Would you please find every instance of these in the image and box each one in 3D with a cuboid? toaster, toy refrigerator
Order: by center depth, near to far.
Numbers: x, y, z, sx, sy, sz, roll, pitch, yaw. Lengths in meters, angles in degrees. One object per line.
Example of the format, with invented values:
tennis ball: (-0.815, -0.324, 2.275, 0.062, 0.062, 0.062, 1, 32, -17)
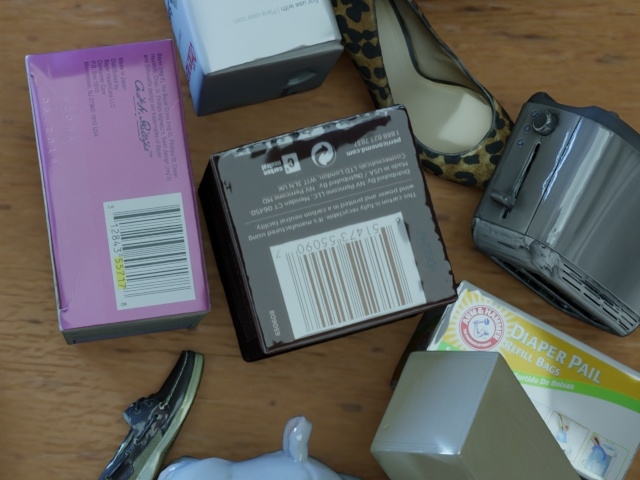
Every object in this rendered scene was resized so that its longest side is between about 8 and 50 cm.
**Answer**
toy refrigerator: (0.146, 0.212, 1.417, 0.269, 0.094, 0.102, 54, 47, -37)
toaster: (0.236, -0.016, 1.498, 0.227, 0.129, 0.146, 35, 84, -38)

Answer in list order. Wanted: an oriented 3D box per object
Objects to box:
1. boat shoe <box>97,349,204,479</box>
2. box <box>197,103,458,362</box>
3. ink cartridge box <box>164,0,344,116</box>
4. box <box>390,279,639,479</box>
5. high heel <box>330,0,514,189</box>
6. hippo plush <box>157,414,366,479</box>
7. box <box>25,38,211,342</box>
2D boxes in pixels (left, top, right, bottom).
boat shoe: (-0.148, 0.160, 1.483, 0.049, 0.056, 0.152, 26, 82, -9)
box: (0.000, 0.000, 1.443, 0.168, 0.203, 0.167, -16, 86, -9)
ink cartridge box: (-0.084, -0.268, 1.454, 0.121, 0.211, 0.289, -15, 86, -7)
box: (0.177, 0.128, 1.499, 0.203, 0.114, 0.103, 28, 81, -3)
high heel: (0.103, -0.129, 1.477, 0.261, 0.186, 0.093, 39, 80, -2)
hippo plush: (-0.030, 0.269, 1.369, 0.294, 0.236, 0.234, -6, 77, 3)
box: (-0.165, -0.031, 1.405, 0.117, 0.243, 0.214, -7, 85, -8)
